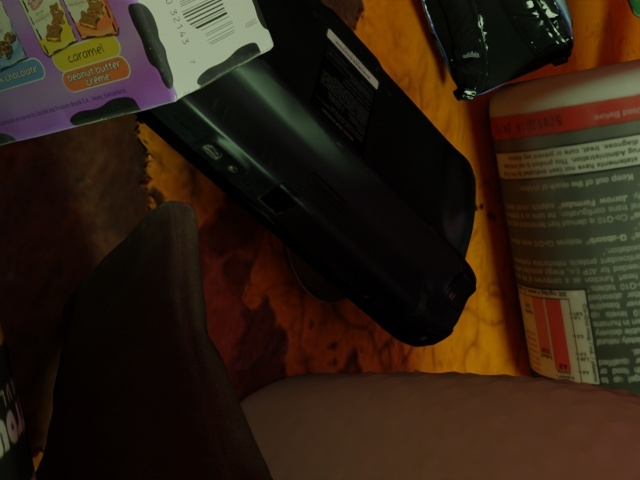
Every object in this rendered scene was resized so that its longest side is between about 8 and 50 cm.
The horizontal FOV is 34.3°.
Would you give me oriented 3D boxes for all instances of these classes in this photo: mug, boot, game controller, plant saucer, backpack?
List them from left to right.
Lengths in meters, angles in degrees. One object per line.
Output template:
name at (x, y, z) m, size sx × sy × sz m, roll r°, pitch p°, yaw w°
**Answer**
boot at (-0.061, 0.071, 0.399) m, size 0.090 × 0.248 × 0.207 m, roll 13°, pitch 57°, yaw -29°
game controller at (-0.001, -0.069, 0.646) m, size 0.319 × 0.067 × 0.167 m, roll 42°, pitch 37°, yaw -34°
plant saucer at (0.000, 0.000, 0.681) m, size 0.083 × 0.015 × 0.084 m, roll 8°, pitch 79°, yaw -50°
backpack at (0.131, -0.185, 0.800) m, size 0.114 × 0.105 × 0.084 m, roll 59°, pitch 23°, yaw -26°
mug at (0.108, 0.254, 0.535) m, size 0.276 × 0.328 × 0.374 m, roll 29°, pitch 64°, yaw -45°

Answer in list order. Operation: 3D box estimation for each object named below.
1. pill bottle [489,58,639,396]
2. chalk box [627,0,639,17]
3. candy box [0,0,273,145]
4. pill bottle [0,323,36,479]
pill bottle at (0.267, 0.036, 0.853) m, size 0.210 × 0.210 × 0.363 m, roll -17°, pitch 99°, yaw -50°
chalk box at (0.286, -0.312, 0.981) m, size 0.132 × 0.132 × 0.213 m, roll -6°, pitch 91°, yaw -52°
candy box at (-0.131, -0.144, 0.420) m, size 0.070 × 0.164 × 0.196 m, roll -41°, pitch 117°, yaw -46°
pill bottle at (-0.192, 0.031, 0.305) m, size 0.188 × 0.187 × 0.334 m, roll -21°, pitch 102°, yaw -50°
